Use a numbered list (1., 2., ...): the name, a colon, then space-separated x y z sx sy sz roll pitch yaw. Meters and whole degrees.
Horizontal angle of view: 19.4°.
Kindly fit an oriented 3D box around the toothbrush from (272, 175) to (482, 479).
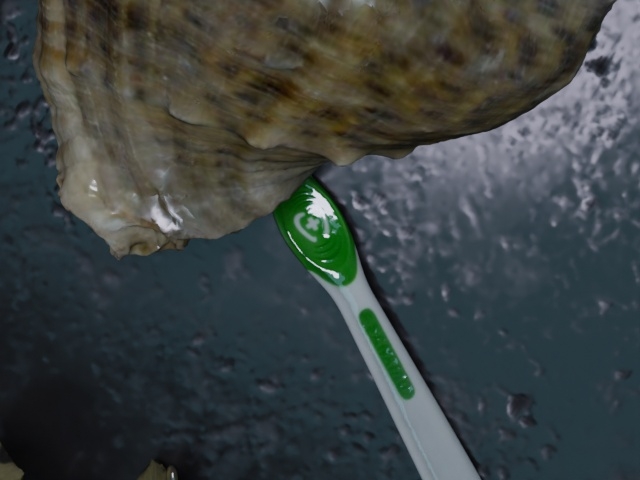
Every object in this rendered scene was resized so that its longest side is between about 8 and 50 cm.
1. toothbrush: 0.000 0.000 0.842 0.030 0.030 0.304 -28 95 9

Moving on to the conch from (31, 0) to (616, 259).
1. conch: 0.000 -0.114 0.743 0.291 0.159 0.210 -43 98 -2

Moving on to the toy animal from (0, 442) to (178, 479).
1. toy animal: -0.168 0.176 0.848 0.214 0.094 0.186 1 89 14
